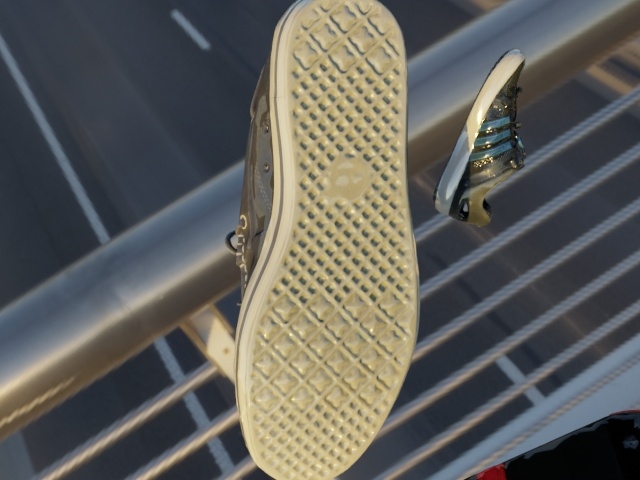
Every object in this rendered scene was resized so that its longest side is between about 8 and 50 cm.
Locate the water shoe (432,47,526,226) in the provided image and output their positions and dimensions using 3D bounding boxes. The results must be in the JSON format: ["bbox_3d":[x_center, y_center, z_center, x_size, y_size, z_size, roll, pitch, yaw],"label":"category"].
[{"bbox_3d":[0.196,-0.112,1.028,0.080,0.203,0.073,25,24,6],"label":"water shoe"}]

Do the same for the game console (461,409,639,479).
[{"bbox_3d":[0.181,0.326,0.735,0.342,0.060,0.386,-31,26,19],"label":"game console"}]

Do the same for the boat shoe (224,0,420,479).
[{"bbox_3d":[0.000,0.000,0.959,0.187,0.500,0.156,1,4,-14],"label":"boat shoe"}]
